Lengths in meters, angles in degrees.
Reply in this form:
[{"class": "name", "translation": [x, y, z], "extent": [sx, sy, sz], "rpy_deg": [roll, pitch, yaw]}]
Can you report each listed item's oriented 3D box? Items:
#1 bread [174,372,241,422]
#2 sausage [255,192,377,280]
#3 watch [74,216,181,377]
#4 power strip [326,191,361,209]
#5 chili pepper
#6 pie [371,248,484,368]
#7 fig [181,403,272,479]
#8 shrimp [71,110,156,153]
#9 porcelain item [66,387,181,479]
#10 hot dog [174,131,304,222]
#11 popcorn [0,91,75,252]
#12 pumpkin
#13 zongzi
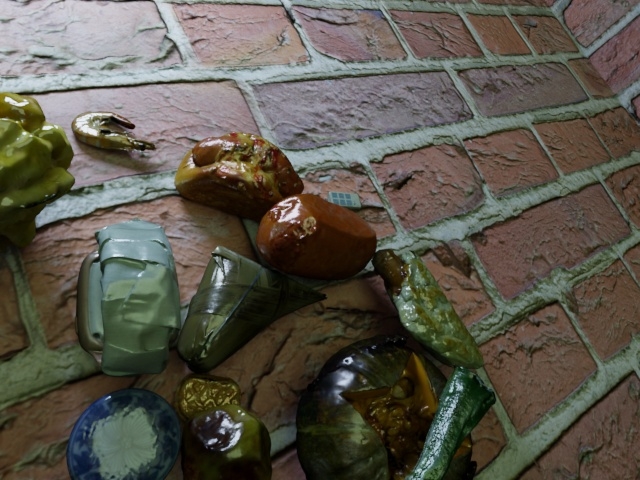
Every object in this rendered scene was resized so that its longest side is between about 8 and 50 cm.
[{"class": "bread", "translation": [-0.187, 0.267, 0.723], "extent": [0.111, 0.044, 0.083], "rpy_deg": [16, 60, -21]}, {"class": "sausage", "translation": [-0.001, 0.001, 0.859], "extent": [0.268, 0.141, 0.153], "rpy_deg": [13, 38, -44]}, {"class": "watch", "translation": [-0.285, 0.080, 0.650], "extent": [0.162, 0.241, 0.253], "rpy_deg": [-3, 66, -26]}, {"class": "power strip", "translation": [0.058, -0.096, 1.046], "extent": [0.090, 0.016, 0.040], "rpy_deg": [1, 64, -25]}, {"class": "chili pepper", "translation": [0.187, 0.294, 0.657], "extent": [0.088, 0.059, 0.227], "rpy_deg": [48, 52, 6]}, {"class": "pie", "translation": [0.233, 0.142, 0.906], "extent": [0.257, 0.105, 0.274], "rpy_deg": [29, 28, -39]}, {"class": "fig", "translation": [-0.138, 0.325, 0.655], "extent": [0.154, 0.165, 0.144], "rpy_deg": [36, 87, 17]}, {"class": "shrimp", "translation": [-0.410, -0.216, 0.871], "extent": [0.163, 0.045, 0.095], "rpy_deg": [12, 40, -15]}, {"class": "porcelain item", "translation": [-0.280, 0.291, 0.622], "extent": [0.147, 0.114, 0.147], "rpy_deg": [11, 62, -21]}, {"class": "hot dog", "translation": [-0.152, -0.130, 0.876], "extent": [0.257, 0.153, 0.150], "rpy_deg": [18, 58, -17]}, {"class": "popcorn", "translation": [-0.507, -0.086, 0.629], "extent": [0.215, 0.252, 0.286], "rpy_deg": [51, 59, -11]}, {"class": "pumpkin", "translation": [0.108, 0.328, 0.747], "extent": [0.321, 0.192, 0.320], "rpy_deg": [13, 60, -23]}, {"class": "zongzi", "translation": [-0.117, 0.149, 0.777], "extent": [0.242, 0.112, 0.220], "rpy_deg": [24, 55, -14]}]
